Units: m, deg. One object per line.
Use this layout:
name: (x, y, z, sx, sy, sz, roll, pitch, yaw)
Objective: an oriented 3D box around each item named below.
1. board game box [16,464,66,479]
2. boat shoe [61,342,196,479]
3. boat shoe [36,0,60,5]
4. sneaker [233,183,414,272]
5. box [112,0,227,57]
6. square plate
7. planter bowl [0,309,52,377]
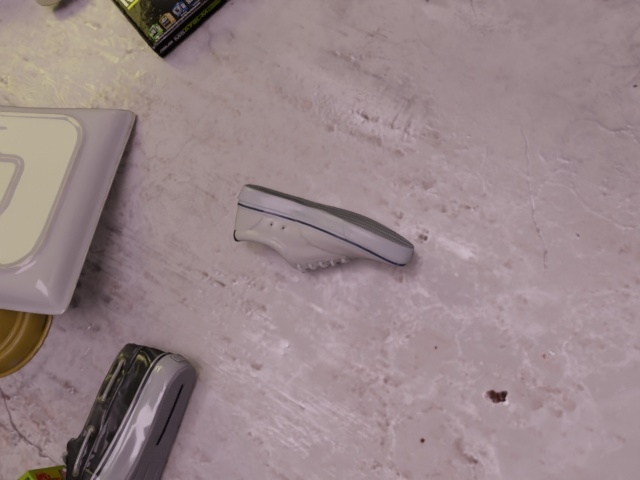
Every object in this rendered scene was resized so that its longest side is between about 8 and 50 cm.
board game box: (-0.432, 0.387, 1.065, 0.181, 0.092, 0.043, -42, 72, 3)
boat shoe: (-0.286, 0.300, 1.049, 0.119, 0.121, 0.335, 18, 73, 23)
boat shoe: (-0.404, -0.425, 1.244, 0.049, 0.042, 0.133, 44, 92, -9)
sneaker: (0.000, 0.000, 1.054, 0.258, 0.094, 0.091, 19, 102, 20)
box: (-0.234, -0.410, 1.199, 0.190, 0.045, 0.184, -40, 76, 2)
square plate: (-0.480, -0.070, 1.134, 0.346, 0.049, 0.344, 4, 62, 13)
planter bowl: (-0.515, 0.096, 1.142, 0.217, 0.090, 0.217, -2, 79, 13)
